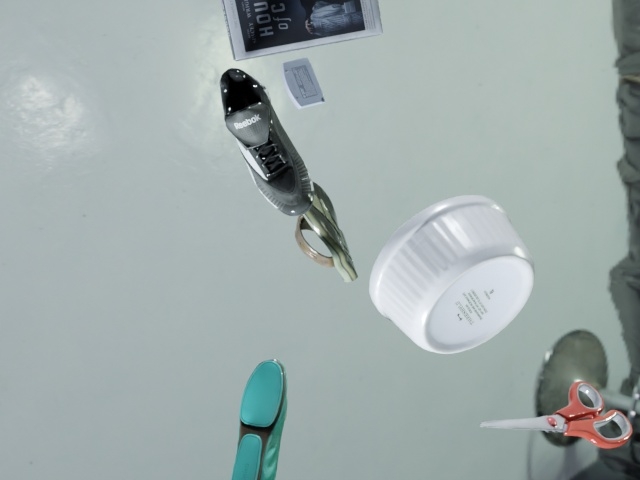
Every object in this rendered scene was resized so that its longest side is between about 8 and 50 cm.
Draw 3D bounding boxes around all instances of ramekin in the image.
[{"bbox_3d":[0.228,0.068,1.243,0.272,0.127,0.273,-18,135,-19],"label":"ramekin"}]

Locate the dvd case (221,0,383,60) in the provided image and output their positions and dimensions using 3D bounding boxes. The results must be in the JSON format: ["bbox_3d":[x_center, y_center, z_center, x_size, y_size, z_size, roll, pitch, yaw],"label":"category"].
[{"bbox_3d":[-0.033,-0.383,1.141,0.238,0.029,0.179,-14,102,-13],"label":"dvd case"}]

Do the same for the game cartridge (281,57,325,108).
[{"bbox_3d":[-0.032,-0.259,1.245,0.056,0.017,0.083,-17,81,-25],"label":"game cartridge"}]

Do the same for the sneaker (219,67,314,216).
[{"bbox_3d":[-0.084,-0.140,1.038,0.078,0.106,0.234,-27,77,8],"label":"sneaker"}]

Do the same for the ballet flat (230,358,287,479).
[{"bbox_3d":[-0.100,0.331,1.317,0.087,0.083,0.247,36,63,-64],"label":"ballet flat"}]

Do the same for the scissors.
[{"bbox_3d":[0.335,0.258,1.036,0.297,0.109,0.021,-4,139,-44],"label":"scissors"}]

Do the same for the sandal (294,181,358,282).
[{"bbox_3d":[0.001,0.002,1.459,0.303,0.086,0.120,63,12,-53],"label":"sandal"}]
